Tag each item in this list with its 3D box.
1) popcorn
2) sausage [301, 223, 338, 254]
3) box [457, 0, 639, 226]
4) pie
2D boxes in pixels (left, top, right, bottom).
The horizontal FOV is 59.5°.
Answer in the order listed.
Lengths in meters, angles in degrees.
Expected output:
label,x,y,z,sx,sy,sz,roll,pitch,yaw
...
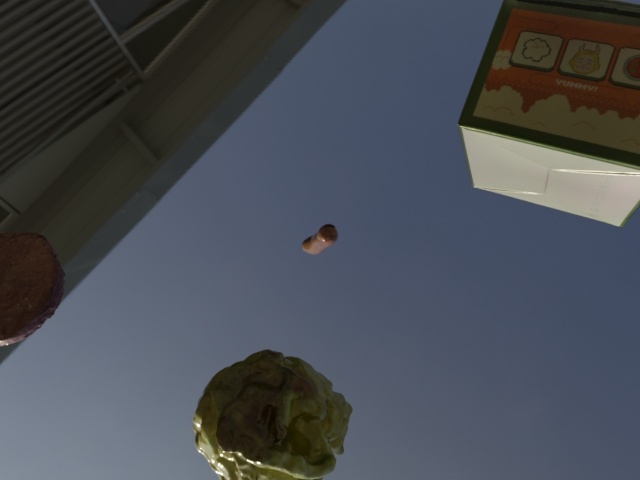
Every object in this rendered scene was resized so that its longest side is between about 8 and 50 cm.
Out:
label,x,y,z,sx,sy,sz,roll,pitch,yaw
popcorn,-0.078,0.325,0.983,0.293,0.237,0.293,-1,-144,1
sausage,0.000,0.000,1.066,0.043,0.186,0.043,2,-99,-12
box,0.254,-0.125,0.570,0.178,0.195,0.148,18,-96,22
pie,-0.474,0.069,0.839,0.182,0.049,0.182,-2,-115,5
